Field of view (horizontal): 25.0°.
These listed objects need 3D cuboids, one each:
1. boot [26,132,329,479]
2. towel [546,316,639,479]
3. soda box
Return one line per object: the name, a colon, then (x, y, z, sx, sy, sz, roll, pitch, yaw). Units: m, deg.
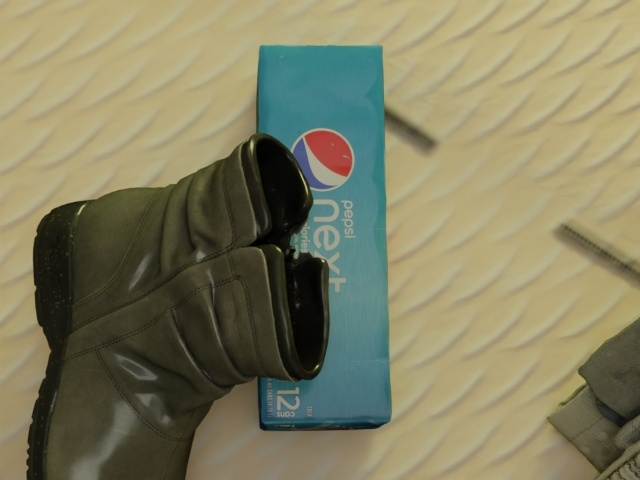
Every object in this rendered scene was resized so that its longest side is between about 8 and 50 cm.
boot: (-0.069, 0.075, 0.743, 0.161, 0.083, 0.246, -14, 77, 34)
towel: (0.280, 0.141, 0.685, 0.056, 0.312, 0.324, -31, 77, -40)
soda box: (0.000, 0.000, 0.807, 0.071, 0.067, 0.210, 0, 80, -3)
